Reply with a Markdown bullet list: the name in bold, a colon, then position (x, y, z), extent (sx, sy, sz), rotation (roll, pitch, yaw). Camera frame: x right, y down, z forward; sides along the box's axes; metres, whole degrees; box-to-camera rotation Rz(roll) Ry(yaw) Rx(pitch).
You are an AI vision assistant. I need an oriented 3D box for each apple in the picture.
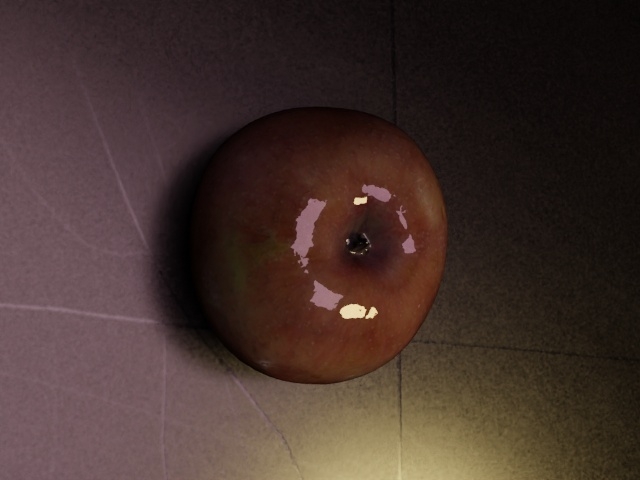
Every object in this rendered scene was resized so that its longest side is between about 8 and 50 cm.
- **apple**: position (0.000, 0.000, 1.379), extent (0.306, 0.235, 0.305), rotation (2, 84, -22)
